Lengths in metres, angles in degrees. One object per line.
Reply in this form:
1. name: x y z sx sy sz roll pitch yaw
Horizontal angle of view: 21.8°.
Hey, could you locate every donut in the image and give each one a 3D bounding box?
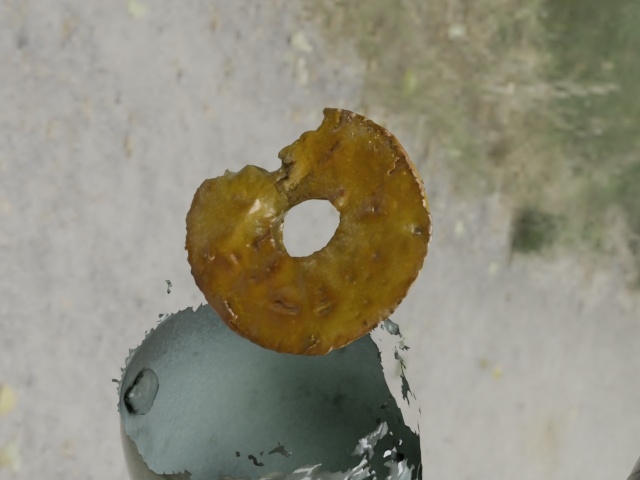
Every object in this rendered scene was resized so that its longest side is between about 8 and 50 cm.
1. donut: 0.000 0.000 0.709 0.043 0.108 0.097 6 64 -68

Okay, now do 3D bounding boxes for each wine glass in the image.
1. wine glass: -0.016 0.198 1.091 0.190 0.190 0.357 -58 150 -45

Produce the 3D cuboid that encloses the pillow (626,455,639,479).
1. pillow: 0.278 0.076 0.962 0.212 0.052 0.208 -37 -177 41
